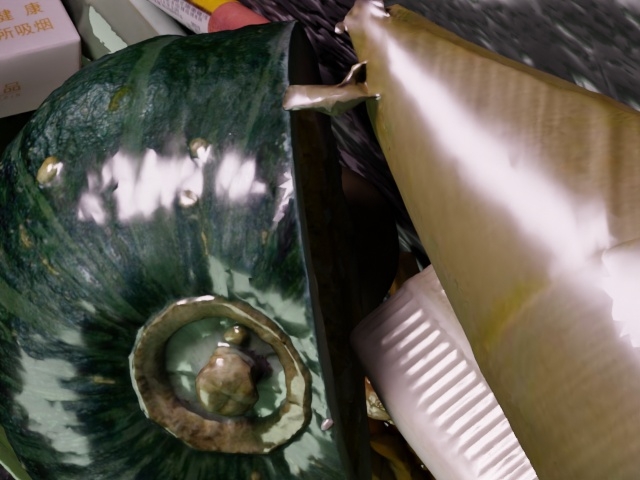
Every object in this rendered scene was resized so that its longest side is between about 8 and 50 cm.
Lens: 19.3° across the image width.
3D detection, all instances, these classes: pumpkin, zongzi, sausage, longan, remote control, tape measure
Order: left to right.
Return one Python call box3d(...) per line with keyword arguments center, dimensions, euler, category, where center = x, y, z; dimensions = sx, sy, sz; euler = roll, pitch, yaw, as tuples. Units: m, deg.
box3d(center=(-0.162, -0.147, 1.423), dimensions=(0.128, 0.065, 0.335), euler=(51, 171, -13), category="remote control")
box3d(center=(-0.081, 0.029, 1.016), dimensions=(0.263, 0.197, 0.293), euler=(-85, -12, -55), category="pumpkin")
box3d(center=(-0.081, -0.146, 1.137), dimensions=(0.223, 0.029, 0.029), euler=(37, 167, 49), category="sausage")
box3d(center=(0.000, 0.000, 1.195), dimensions=(0.113, 0.092, 0.113), euler=(29, 127, 49), category="longan")
box3d(center=(0.152, 0.135, 0.988), dimensions=(0.231, 0.133, 0.271), euler=(50, 177, 39), category="tape measure")
box3d(center=(0.180, 0.080, 0.425), dimensions=(0.418, 0.181, 0.447), euler=(48, 169, -6), category="zongzi")

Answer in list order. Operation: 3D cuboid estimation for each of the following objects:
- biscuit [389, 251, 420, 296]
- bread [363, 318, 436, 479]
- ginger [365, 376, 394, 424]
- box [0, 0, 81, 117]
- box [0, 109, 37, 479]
box3d(center=(0.069, 0.092, 1.246), dimensions=(0.250, 0.036, 0.165), euler=(-106, 1, -77), category="biscuit")
box3d(center=(-0.016, 0.130, 1.649), dimensions=(0.324, 0.167, 0.277), euler=(39, 169, 36), category="bread")
box3d(center=(0.072, 0.120, 1.396), dimensions=(0.176, 0.052, 0.193), euler=(10, -164, -8), category="ginger")
box3d(center=(-0.276, -0.181, 1.329), dimensions=(0.233, 0.149, 0.067), euler=(60, 153, 34), category="box")
box3d(center=(-0.219, 0.028, 1.472), dimensions=(0.329, 0.178, 0.253), euler=(45, -159, -2), category="box")
